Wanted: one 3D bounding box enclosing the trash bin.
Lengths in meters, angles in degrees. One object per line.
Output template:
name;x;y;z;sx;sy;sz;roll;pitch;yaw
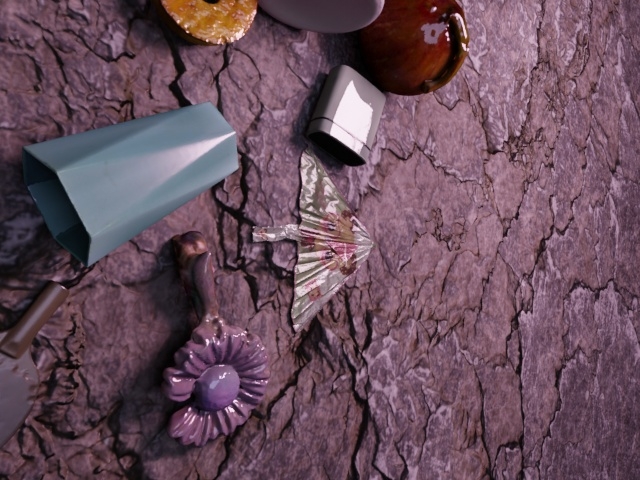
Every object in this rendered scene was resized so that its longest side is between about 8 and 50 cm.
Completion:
trash bin;0.045;-0.209;0.951;0.116;0.059;0.130;30;70;-35

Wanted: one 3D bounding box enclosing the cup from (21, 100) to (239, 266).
cup;-0.221;-0.083;0.701;0.235;0.148;0.134;-32;82;-38

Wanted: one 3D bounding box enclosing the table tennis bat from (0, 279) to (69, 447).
table tennis bat;-0.373;0.147;0.641;0.131;0.022;0.234;45;66;-28

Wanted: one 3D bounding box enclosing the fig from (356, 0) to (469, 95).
fig;0.168;-0.346;0.969;0.205;0.205;0.205;1;89;-38

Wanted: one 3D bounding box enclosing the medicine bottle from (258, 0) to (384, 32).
medicine bottle;0.015;-0.501;0.841;0.202;0.202;0.316;14;80;-37

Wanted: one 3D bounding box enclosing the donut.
donut;-0.165;-0.340;0.780;0.152;0.058;0.152;-1;91;-32

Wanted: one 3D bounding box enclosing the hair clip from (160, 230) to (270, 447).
hair clip;-0.152;0.136;0.782;0.173;0.069;0.300;-14;98;-38

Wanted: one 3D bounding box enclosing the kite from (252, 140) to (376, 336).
kite;0.000;0.000;0.941;0.267;0.013;0.323;9;83;-38
